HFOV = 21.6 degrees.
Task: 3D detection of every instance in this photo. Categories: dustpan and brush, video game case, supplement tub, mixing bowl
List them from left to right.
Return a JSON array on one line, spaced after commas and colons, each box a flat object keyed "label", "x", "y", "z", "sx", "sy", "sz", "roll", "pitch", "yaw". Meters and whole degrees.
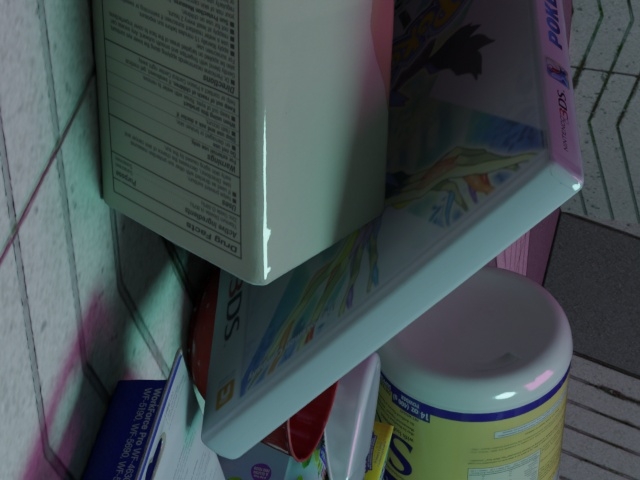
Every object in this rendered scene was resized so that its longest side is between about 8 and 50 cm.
[{"label": "mixing bowl", "x": -0.044, "y": 0.076, "z": 1.307, "sx": 0.181, "sy": 0.098, "sz": 0.181, "roll": 9, "pitch": 90, "yaw": -77}, {"label": "dustpan and brush", "x": 0.019, "y": 0.108, "z": 1.436, "sx": 0.147, "sy": 0.060, "sz": 0.211, "roll": -12, "pitch": 111, "yaw": -81}, {"label": "video game case", "x": 0.039, "y": -0.049, "z": 1.131, "sx": 0.329, "sy": 0.036, "sz": 0.300, "roll": -40, "pitch": -150, "yaw": 32}, {"label": "supplement tub", "x": 0.181, "y": 0.222, "z": 2.069, "sx": 0.241, "sy": 0.241, "sz": 0.331, "roll": -65, "pitch": 160, "yaw": -49}]

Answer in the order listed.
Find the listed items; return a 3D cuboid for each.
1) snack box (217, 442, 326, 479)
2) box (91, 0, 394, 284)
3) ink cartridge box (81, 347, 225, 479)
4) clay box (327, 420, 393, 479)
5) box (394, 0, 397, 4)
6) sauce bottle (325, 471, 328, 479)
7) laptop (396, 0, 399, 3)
[{"label": "snack box", "x": -0.048, "y": 0.232, "z": 1.465, "sx": 0.174, "sy": 0.070, "sz": 0.207, "roll": 65, "pitch": 38, "yaw": -68}, {"label": "box", "x": -0.045, "y": -0.148, "z": 0.970, "sx": 0.121, "sy": 0.148, "sz": 0.311, "roll": -30, "pitch": 135, "yaw": -39}, {"label": "ink cartridge box", "x": -0.119, "y": 0.215, "z": 1.165, "sx": 0.333, "sy": 0.065, "sz": 0.165, "roll": 82, "pitch": 22, "yaw": -56}, {"label": "clay box", "x": 0.027, "y": 0.271, "z": 1.656, "sx": 0.222, "sy": 0.053, "sz": 0.127, "roll": 99, "pitch": 8, "yaw": -50}, {"label": "box", "x": 0.002, "y": -0.267, "z": 1.188, "sx": 0.091, "sy": 0.130, "sz": 0.170, "roll": -66, "pitch": 160, "yaw": -47}, {"label": "sauce bottle", "x": -0.006, "y": 0.234, "z": 1.708, "sx": 0.042, "sy": 0.042, "sz": 0.128, "roll": 84, "pitch": 21, "yaw": -49}, {"label": "laptop", "x": 0.162, "y": -0.233, "z": 1.467, "sx": 0.408, "sy": 0.236, "sz": 0.382, "roll": -102, "pitch": -162, "yaw": -58}]
